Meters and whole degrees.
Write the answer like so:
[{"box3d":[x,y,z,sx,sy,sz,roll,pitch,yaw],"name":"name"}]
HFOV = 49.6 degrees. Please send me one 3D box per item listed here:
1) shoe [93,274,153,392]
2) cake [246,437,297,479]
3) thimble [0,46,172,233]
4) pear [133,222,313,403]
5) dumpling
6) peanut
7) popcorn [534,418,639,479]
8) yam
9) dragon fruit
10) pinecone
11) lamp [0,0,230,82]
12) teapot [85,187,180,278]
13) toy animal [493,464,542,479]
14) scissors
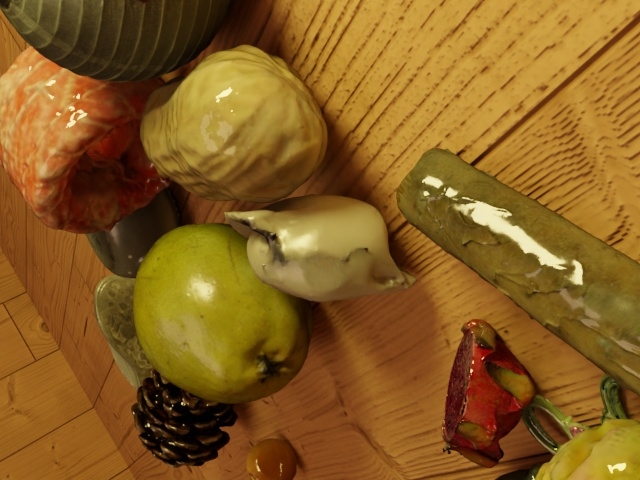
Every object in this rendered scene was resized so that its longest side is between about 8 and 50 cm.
[{"box3d":[-0.376,0.198,1.403,0.159,0.124,0.316,18,129,58],"name":"shoe"},{"box3d":[-0.079,0.367,1.128,0.084,0.084,0.044,47,152,23],"name":"cake"},{"box3d":[-0.294,-0.136,0.895,0.162,0.239,0.239,46,146,20],"name":"thimble"},{"box3d":[-0.124,0.085,0.848,0.269,0.212,0.212,37,142,43],"name":"pear"},{"box3d":[-0.001,0.001,0.674,0.150,0.176,0.092,-107,11,-77],"name":"dumpling"},{"box3d":[-0.096,-0.114,0.702,0.313,0.152,0.152,4,118,63],"name":"peanut"},{"box3d":[0.219,0.208,0.438,0.187,0.185,0.167,-102,28,-64],"name":"popcorn"},{"box3d":[0.197,0.046,0.466,0.371,0.083,0.083,36,141,36],"name":"yam"},{"box3d":[0.148,0.133,0.605,0.112,0.068,0.126,-24,-55,-85],"name":"dragon fruit"},{"box3d":[-0.239,0.290,1.208,0.184,0.179,0.205,5,124,5],"name":"pinecone"},{"box3d":[-0.201,-0.263,0.656,0.265,0.233,0.233,27,135,37],"name":"lamp"},{"box3d":[-0.296,-0.039,1.083,0.294,0.129,0.193,46,146,28],"name":"teapot"},{"box3d":[0.184,0.307,0.684,0.125,0.127,0.251,39,159,13],"name":"toy animal"},{"box3d":[0.251,0.196,0.558,0.187,0.020,0.133,59,144,5],"name":"scissors"}]
